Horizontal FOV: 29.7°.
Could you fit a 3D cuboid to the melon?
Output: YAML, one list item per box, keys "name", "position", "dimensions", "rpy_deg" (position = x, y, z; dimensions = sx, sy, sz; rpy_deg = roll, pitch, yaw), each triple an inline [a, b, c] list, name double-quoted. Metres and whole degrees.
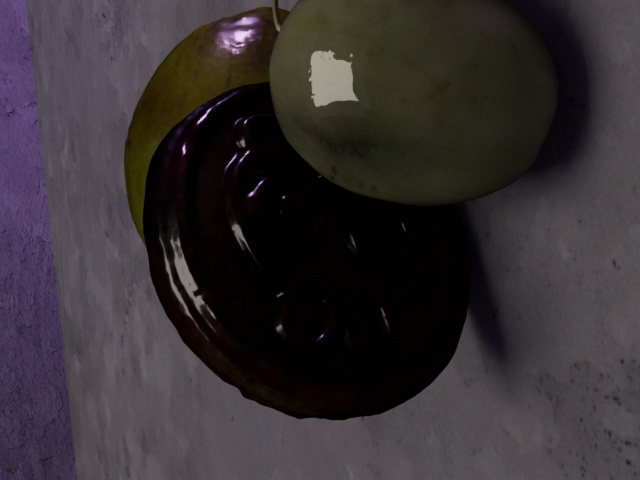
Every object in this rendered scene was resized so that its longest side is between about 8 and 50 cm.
- name: "melon"
  position: [0.089, -0.163, 1.240]
  dimensions: [0.308, 0.272, 0.272]
  rpy_deg: [3, 101, 27]

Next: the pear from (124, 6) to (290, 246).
- name: "pear"
  position: [-0.100, -0.097, 1.604]
  dimensions: [0.352, 0.352, 0.413]
  rpy_deg: [161, 107, -63]

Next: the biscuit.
- name: "biscuit"
  position: [0.000, 0.000, 1.331]
  dimensions: [0.091, 0.407, 0.407]
  rpy_deg: [-36, 64, 48]
